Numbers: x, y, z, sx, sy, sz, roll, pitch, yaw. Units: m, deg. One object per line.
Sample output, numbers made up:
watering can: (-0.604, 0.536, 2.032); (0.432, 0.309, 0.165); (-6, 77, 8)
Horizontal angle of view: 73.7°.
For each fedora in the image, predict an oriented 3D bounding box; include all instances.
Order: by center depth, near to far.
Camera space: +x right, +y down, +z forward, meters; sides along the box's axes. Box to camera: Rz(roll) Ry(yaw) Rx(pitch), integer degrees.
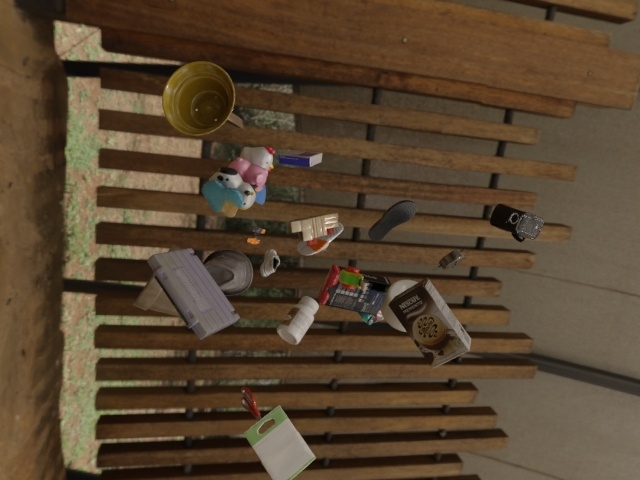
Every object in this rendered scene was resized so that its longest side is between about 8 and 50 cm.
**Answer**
fedora: (-0.495, 0.169, 2.169); (0.124, 0.275, 0.243); (-22, 117, -79)

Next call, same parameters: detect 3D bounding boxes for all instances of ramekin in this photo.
ramekin: (0.475, 0.344, 2.313); (0.135, 0.277, 0.277); (98, -12, -45)

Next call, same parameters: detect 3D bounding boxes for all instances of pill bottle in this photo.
pill bottle: (-0.108, 0.399, 2.163); (0.229, 0.131, 0.131); (-53, 172, -35)

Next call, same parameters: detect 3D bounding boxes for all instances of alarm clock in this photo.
alarm clock: (0.684, 0.116, 2.278); (0.064, 0.192, 0.129); (62, -5, 22)

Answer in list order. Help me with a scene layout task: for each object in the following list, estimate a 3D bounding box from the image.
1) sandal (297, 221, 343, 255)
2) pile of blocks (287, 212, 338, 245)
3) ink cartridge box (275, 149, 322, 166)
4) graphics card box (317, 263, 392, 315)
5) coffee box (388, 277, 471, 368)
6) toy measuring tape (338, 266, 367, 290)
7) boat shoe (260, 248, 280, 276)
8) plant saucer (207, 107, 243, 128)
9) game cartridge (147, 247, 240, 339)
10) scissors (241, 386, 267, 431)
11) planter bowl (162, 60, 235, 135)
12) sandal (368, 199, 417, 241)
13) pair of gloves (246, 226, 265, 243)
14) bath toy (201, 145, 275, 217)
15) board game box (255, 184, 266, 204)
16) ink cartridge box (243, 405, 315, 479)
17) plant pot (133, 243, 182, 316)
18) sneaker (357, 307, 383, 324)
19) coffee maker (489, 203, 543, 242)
sandal: (0.007, 0.007, 2.119); (0.102, 0.265, 0.076); (48, -21, 27)
pile of blocks: (-0.045, -0.041, 1.801); (0.362, 0.149, 0.112); (-17, 101, -62)
ink cartridge box: (-0.114, -0.453, 2.349); (0.371, 0.176, 0.069); (-47, 144, -72)
graphics card box: (0.195, 0.286, 2.433); (0.094, 0.371, 0.233); (-109, -142, -59)
coffee box: (0.423, 0.317, 1.655); (0.168, 0.297, 0.119); (-37, 176, 25)
toy measuring tape: (0.153, 0.195, 2.123); (0.330, 0.121, 0.121); (-122, -143, -86)
boat shoe: (-0.236, 0.109, 2.120); (0.226, 0.076, 0.083); (-81, 154, -60)
plant saucer: (-0.468, -0.585, 1.929); (0.041, 0.278, 0.278); (-63, -164, 5)
game cartridge: (-0.478, 0.192, 1.612); (0.068, 0.230, 0.355); (-41, -100, 24)
scissors: (-0.269, 0.768, 1.863); (0.297, 0.021, 0.109); (38, -57, 38)
planter bowl: (-0.343, -0.402, 1.256); (0.090, 0.217, 0.217); (22, 72, -83)
sandal: (0.303, -0.095, 1.842); (0.254, 0.097, 0.054); (-39, -156, 30)
pair of gloves: (-0.286, -0.021, 1.898); (0.010, 0.074, 0.083); (41, -68, 45)
bath toy: (-0.239, -0.211, 1.395); (0.151, 0.129, 0.348); (57, 31, -23)
board game box: (-0.334, -0.257, 2.207); (0.169, 0.033, 0.133); (22, 68, -69)
ink cartridge box: (-0.155, 0.773, 1.603); (0.235, 0.171, 0.056); (51, -21, 16)
plant pot: (-0.650, 0.223, 1.979); (0.323, 0.280, 0.323); (-51, -164, 21)
sneaker: (0.320, 0.418, 2.619); (0.124, 0.178, 0.295); (50, -31, 36)
coffee maker: (0.791, -0.091, 1.759); (0.120, 0.171, 0.178); (-50, -157, 2)
